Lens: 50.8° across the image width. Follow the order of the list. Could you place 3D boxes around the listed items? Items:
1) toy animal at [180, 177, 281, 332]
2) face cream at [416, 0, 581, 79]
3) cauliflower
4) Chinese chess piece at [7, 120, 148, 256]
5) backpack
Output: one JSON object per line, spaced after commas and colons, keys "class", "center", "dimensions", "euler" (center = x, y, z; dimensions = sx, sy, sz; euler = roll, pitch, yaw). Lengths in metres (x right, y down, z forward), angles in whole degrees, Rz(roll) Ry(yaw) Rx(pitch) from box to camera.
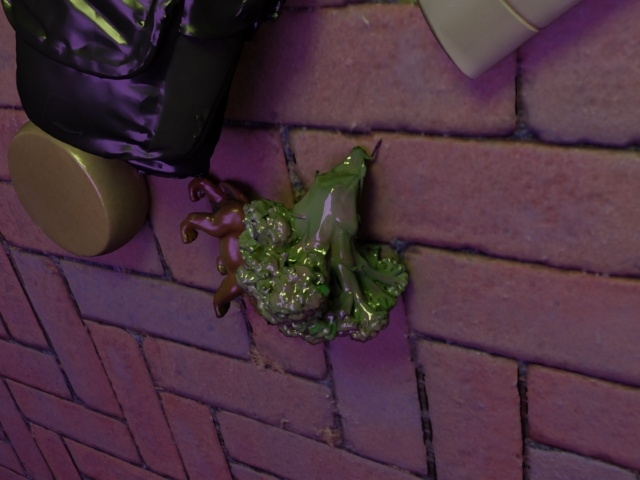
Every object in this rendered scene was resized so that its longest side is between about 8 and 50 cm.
{"class": "toy animal", "center": [-0.121, 0.018, 1.087], "dimensions": [0.157, 0.097, 0.312], "euler": [-7, 114, 24]}
{"class": "face cream", "center": [0.220, -0.312, 0.613], "dimensions": [0.173, 0.081, 0.348], "euler": [52, 134, -5]}
{"class": "cauliflower", "center": [0.000, 0.000, 0.929], "dimensions": [0.256, 0.239, 0.315], "euler": [41, 122, 40]}
{"class": "Chinese chess piece", "center": [-0.429, -0.098, 1.197], "dimensions": [0.273, 0.102, 0.273], "euler": [19, 130, 25]}
{"class": "backpack", "center": [-0.225, -0.286, 0.825], "dimensions": [0.363, 0.255, 0.446], "euler": [28, 118, 14]}
